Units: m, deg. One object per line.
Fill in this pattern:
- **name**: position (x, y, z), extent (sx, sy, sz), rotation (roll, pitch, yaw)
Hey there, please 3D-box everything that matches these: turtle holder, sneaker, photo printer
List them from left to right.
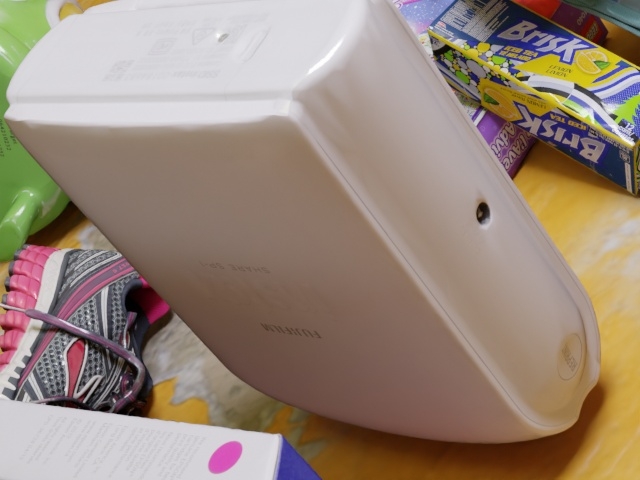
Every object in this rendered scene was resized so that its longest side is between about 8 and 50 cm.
- **turtle holder**: position (-0.279, -0.140, 1.396), extent (0.320, 0.243, 0.227), rotation (-26, 16, 35)
- **sneaker**: position (-0.176, 0.117, 1.095), extent (0.112, 0.120, 0.299), rotation (0, 50, 3)
- **photo printer**: position (0.000, 0.000, 0.873), extent (0.256, 0.307, 0.107), rotation (5, 53, 44)

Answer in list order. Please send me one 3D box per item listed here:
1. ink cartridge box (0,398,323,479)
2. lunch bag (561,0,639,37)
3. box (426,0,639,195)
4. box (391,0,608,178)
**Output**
- **ink cartridge box**: position (-0.058, 0.170, 0.846), extent (0.371, 0.175, 0.069), rotation (3, 50, 46)
- **lunch bag**: position (0.294, -0.237, 1.016), extent (0.262, 0.160, 0.223), rotation (3, 51, 39)
- **box**: position (0.152, -0.101, 1.017), extent (0.169, 0.059, 0.054), rotation (35, 72, 29)
- **box**: position (0.049, -0.106, 1.189), extent (0.293, 0.057, 0.201), rotation (9, 56, 49)
